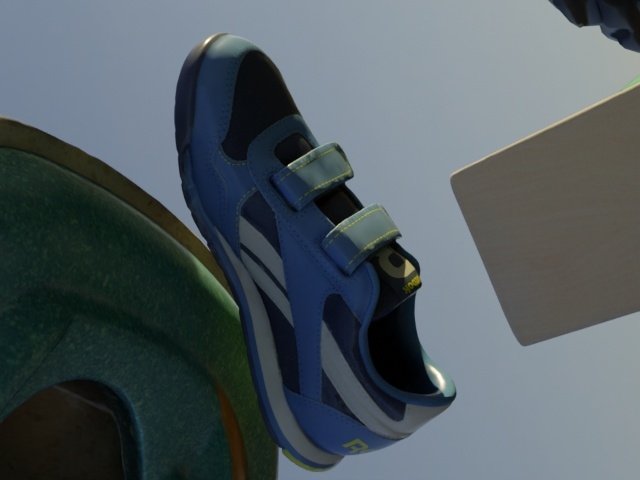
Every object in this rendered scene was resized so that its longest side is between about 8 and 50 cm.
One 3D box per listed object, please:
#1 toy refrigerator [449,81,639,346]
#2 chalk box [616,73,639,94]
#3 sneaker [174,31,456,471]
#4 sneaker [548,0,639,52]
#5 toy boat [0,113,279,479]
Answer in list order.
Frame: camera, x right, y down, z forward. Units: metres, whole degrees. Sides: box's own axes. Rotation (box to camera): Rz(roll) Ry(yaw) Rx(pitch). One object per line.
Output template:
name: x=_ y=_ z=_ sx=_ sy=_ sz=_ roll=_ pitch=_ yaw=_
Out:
toy refrigerator: x=0.183 y=-0.032 z=0.897 sx=0.094 sy=0.269 sz=0.102 roll=-22 pitch=-92 yaw=-31
chalk box: x=0.296 y=-0.053 z=1.047 sx=0.179 sy=0.289 sz=0.180 roll=-32 pitch=-85 yaw=-52
sneaker: x=0.000 y=0.000 z=0.586 sx=0.053 sy=0.059 sz=0.144 roll=-33 pitch=-75 yaw=-54
sneaker: x=0.149 y=-0.121 z=0.373 sx=0.110 sy=0.275 sz=0.107 roll=58 pitch=164 yaw=18
toy boat: x=-0.124 y=0.131 z=0.587 sx=0.318 sy=0.148 sz=0.267 roll=-55 pitch=-37 yaw=-9
